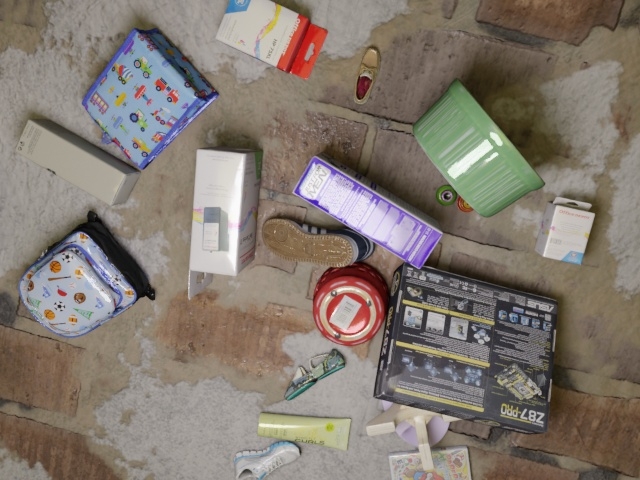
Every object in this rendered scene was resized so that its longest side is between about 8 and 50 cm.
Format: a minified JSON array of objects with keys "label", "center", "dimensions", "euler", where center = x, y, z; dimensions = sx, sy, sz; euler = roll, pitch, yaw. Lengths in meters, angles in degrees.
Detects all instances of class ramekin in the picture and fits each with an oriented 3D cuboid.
[{"label":"ramekin","center":[0.341,-0.195,1.469],"dimensions":[0.148,0.303,0.303],"euler":[-40,94,18]}]

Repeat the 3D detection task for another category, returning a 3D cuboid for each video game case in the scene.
[{"label":"video game case","center":[0.295,0.657,1.743],"dimensions":[0.206,0.026,0.227],"euler":[-8,98,6]}]

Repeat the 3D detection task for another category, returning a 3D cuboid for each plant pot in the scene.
[{"label":"plant pot","center":[0.074,0.157,1.610],"dimensions":[0.191,0.174,0.191],"euler":[1,101,3]}]

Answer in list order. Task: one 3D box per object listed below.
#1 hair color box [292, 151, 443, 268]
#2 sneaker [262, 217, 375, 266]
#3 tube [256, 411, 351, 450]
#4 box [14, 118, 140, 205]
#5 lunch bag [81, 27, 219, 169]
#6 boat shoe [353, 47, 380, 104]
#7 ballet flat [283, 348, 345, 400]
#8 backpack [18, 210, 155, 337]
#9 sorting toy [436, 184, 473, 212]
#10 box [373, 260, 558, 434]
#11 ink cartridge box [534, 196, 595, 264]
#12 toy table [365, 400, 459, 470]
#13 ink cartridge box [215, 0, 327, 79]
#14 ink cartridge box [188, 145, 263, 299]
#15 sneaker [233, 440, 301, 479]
[{"label":"hair color box","center":[0.113,-0.077,1.560],"dimensions":[0.339,0.185,0.110],"euler":[33,102,0]},{"label":"sneaker","center":[0.000,0.000,1.638],"dimensions":[0.282,0.153,0.099],"euler":[14,106,34]},{"label":"tube","center":[-0.044,0.493,1.734],"dimensions":[0.240,0.062,0.070],"euler":[8,145,-1]},{"label":"box","center":[-0.599,-0.195,1.646],"dimensions":[0.275,0.113,0.094],"euler":[30,101,1]},{"label":"lunch bag","center":[-0.437,-0.329,1.611],"dimensions":[0.293,0.138,0.221],"euler":[-41,96,19]},{"label":"boat shoe","center":[0.111,-0.392,1.579],"dimensions":[0.050,0.045,0.135],"euler":[12,100,3]},{"label":"ballet flat","center":[-0.024,0.342,1.711],"dimensions":[0.188,0.070,0.070],"euler":[-33,95,8]},{"label":"backpack","center":[-0.604,0.116,1.657],"dimensions":[0.263,0.213,0.276],"euler":[-33,98,20]},{"label":"sorting toy","center":[0.333,-0.105,1.607],"dimensions":[0.102,0.042,0.061],"euler":[18,100,3]},{"label":"box","center":[0.343,0.250,1.541],"dimensions":[0.395,0.097,0.318],"euler":[14,68,-7]},{"label":"ink cartridge box","center":[0.580,-0.027,1.572],"dimensions":[0.092,0.090,0.143],"euler":[13,99,3]},{"label":"toy table","center":[0.237,0.412,1.642],"dimensions":[0.252,0.161,0.274],"euler":[-24,97,9]},{"label":"ink cartridge box","center":[-0.113,-0.487,1.569],"dimensions":[0.231,0.078,0.134],"euler":[24,101,1]},{"label":"ink cartridge box","center":[-0.224,-0.042,1.586],"dimensions":[0.119,0.207,0.353],"euler":[7,101,6]},{"label":"sneaker","center":[-0.139,0.589,1.737],"dimensions":[0.190,0.083,0.071],"euler":[-19,119,10]}]
